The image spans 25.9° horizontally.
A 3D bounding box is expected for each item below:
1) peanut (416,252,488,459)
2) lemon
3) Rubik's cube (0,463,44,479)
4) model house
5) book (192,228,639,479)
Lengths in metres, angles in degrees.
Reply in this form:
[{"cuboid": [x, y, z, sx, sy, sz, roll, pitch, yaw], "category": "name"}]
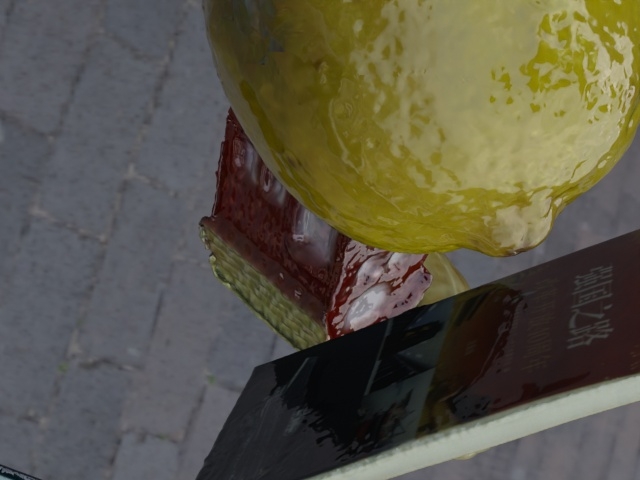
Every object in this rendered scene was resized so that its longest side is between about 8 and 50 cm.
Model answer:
[{"cuboid": [0.117, 0.104, 1.542, 0.147, 0.147, 0.305, 42, 26, -45], "category": "peanut"}, {"cuboid": [0.059, -0.130, 0.786, 0.260, 0.284, 0.260, -40, 166, -12], "category": "lemon"}, {"cuboid": [-0.451, 0.362, 1.561, 0.246, 0.248, 0.250, 32, 63, -42], "category": "Rubik's cube"}, {"cuboid": [0.000, 0.000, 1.337, 0.160, 0.196, 0.254, -25, 144, -40], "category": "model house"}, {"cuboid": [0.080, 0.105, 1.067, 0.028, 0.374, 0.262, 63, 20, -14], "category": "book"}]
